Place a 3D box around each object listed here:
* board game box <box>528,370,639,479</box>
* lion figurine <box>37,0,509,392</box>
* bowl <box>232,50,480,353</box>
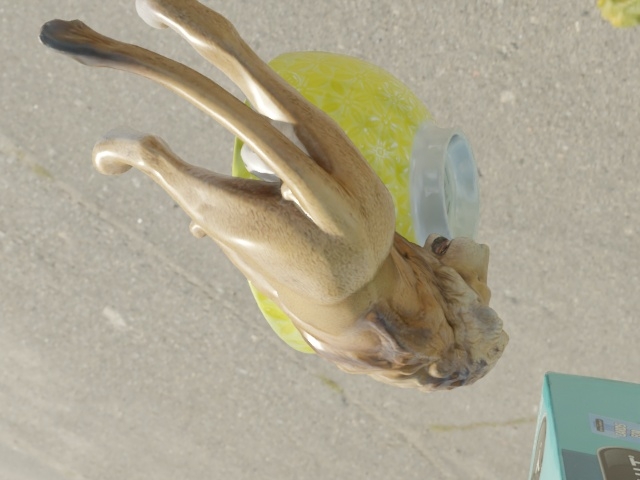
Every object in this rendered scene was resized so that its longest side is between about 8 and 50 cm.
[{"bbox_3d":[0.107,0.219,0.314,0.079,0.254,0.336,7,-171,11],"label":"board game box"},{"bbox_3d":[0.000,0.000,0.555,0.240,0.142,0.392,40,-176,19],"label":"lion figurine"},{"bbox_3d":[0.058,-0.040,0.812,0.156,0.289,0.289,-3,139,25],"label":"bowl"}]
